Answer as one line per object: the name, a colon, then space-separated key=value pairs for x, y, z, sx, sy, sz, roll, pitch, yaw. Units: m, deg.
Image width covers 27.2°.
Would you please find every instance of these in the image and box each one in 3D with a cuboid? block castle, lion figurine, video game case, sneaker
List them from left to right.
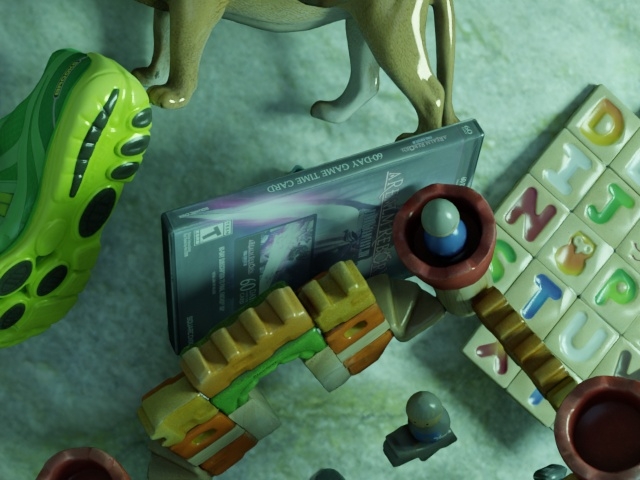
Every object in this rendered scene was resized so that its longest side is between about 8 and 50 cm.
sneaker: x=-0.244 y=-0.030 z=1.124 sx=0.109 sy=0.123 sz=0.295 roll=18 pitch=110 yaw=-47
lion figurine: x=-0.029 y=-0.219 z=1.106 sx=0.392 sy=0.142 sz=0.240 roll=9 pitch=107 yaw=-16
video game case: x=0.000 y=0.000 z=1.127 sx=0.274 sy=0.196 sz=0.026 roll=-17 pitch=59 yaw=-15
block castle: x=0.019 y=0.186 z=1.065 sx=0.453 sy=0.213 sz=0.303 roll=-36 pitch=65 yaw=-2

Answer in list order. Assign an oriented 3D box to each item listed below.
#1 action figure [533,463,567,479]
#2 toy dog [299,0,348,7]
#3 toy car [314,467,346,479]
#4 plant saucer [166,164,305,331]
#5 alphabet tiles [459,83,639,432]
action figure: x=0.265 y=0.395 z=1.193 sx=0.330 sy=0.178 sz=0.341 roll=-47 pitch=129 yaw=-47
toy dog: x=0.037 y=-0.369 z=0.957 sx=0.395 sy=0.284 sz=0.408 roll=30 pitch=75 yaw=-7
toy car: x=0.064 y=0.297 z=1.226 sx=0.188 sy=0.149 sz=0.155 roll=23 pitch=87 yaw=15
plant saucer: x=-0.057 y=0.024 z=1.205 sx=0.067 sy=0.018 sz=0.192 roll=39 pitch=88 yaw=-14
alphabet tiles: x=0.300 y=0.028 z=1.259 sx=0.285 sy=0.011 sz=0.342 roll=41 pitch=81 yaw=-7
